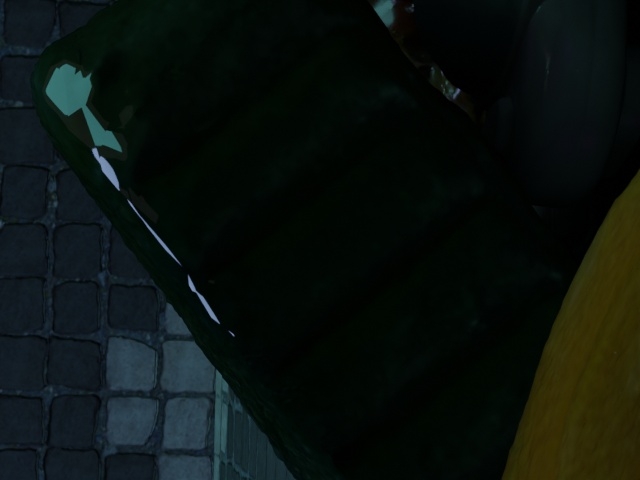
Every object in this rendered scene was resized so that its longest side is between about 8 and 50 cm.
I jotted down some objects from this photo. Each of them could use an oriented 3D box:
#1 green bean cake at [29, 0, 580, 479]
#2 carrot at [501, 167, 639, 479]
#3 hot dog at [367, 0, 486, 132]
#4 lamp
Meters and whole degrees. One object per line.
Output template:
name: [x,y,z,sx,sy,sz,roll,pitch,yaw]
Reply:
green bean cake: [0.000,0.000,0.961,0.308,0.169,0.300,51,173,-3]
carrot: [0.147,0.067,0.586,0.258,0.100,0.307,-139,66,-70]
hot dog: [0.047,-0.098,1.129,0.099,0.161,0.226,-71,-14,-57]
lamp: [0.099,-0.133,0.954,0.179,0.108,0.246,102,167,-65]
